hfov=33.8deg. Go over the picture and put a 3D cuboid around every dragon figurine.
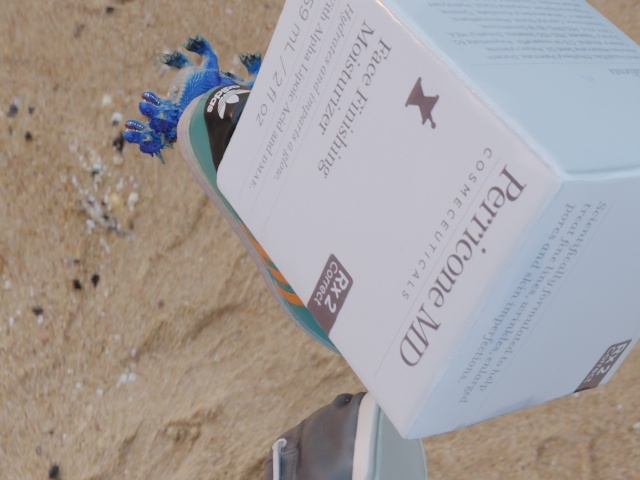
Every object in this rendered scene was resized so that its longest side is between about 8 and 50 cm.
[{"bbox_3d":[-0.111,-0.148,1.236,0.289,0.085,0.144,11,67,-45],"label":"dragon figurine"}]

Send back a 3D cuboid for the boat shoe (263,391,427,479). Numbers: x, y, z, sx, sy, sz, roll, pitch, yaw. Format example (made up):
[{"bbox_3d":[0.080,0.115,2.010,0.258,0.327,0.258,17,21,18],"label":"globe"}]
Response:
[{"bbox_3d":[0.000,0.227,0.613,0.112,0.095,0.335,54,28,-27],"label":"boat shoe"}]

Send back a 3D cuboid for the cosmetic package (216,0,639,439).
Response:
[{"bbox_3d":[0.073,-0.033,0.507,0.151,0.151,0.184,-7,45,-38],"label":"cosmetic package"}]

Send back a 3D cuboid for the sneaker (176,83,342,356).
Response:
[{"bbox_3d":[0.000,0.000,0.870,0.108,0.121,0.302,-44,106,-13],"label":"sneaker"}]
